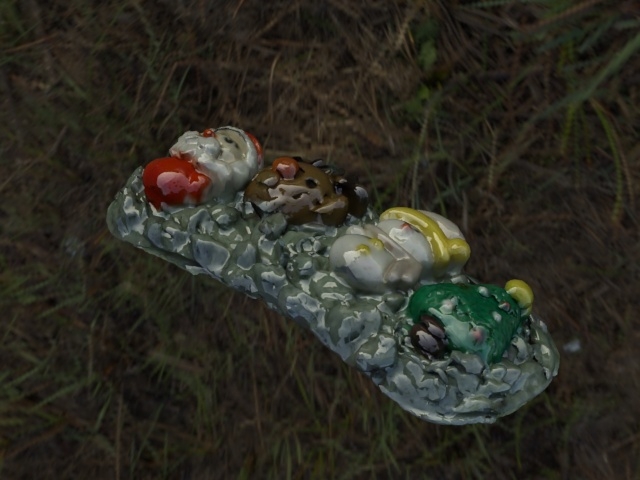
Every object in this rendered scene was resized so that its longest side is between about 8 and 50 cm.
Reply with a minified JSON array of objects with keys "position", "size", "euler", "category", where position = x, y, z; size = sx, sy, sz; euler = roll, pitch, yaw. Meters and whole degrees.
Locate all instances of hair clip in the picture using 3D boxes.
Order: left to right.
[{"position":[0.001,-0.001,0.796],"size":[0.321,0.138,0.091],"euler":[25,119,32],"category":"hair clip"}]
